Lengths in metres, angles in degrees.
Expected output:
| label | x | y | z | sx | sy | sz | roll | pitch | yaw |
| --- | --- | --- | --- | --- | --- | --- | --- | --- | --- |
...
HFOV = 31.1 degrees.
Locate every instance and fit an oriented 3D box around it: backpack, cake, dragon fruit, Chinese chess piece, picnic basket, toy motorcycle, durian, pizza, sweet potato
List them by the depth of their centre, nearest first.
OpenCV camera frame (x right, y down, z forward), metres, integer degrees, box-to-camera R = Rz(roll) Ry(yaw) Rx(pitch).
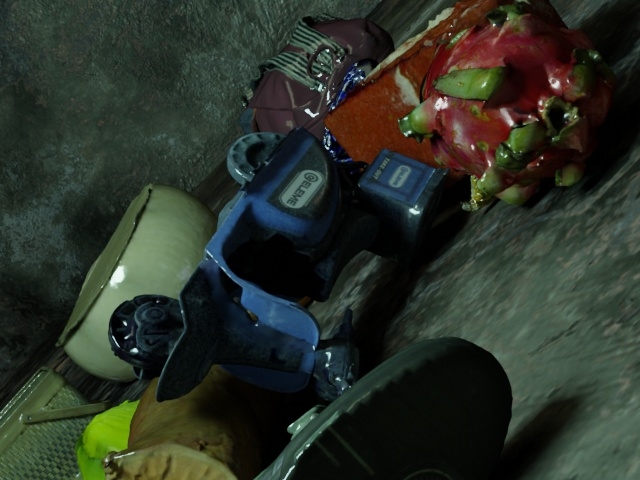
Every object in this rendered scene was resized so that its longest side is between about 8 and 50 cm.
| label | x | y | z | sx | sy | sz | roll | pitch | yaw |
| --- | --- | --- | --- | --- | --- | --- | --- | --- | --- |
| dragon fruit | 0.157 | -0.109 | 0.945 | 0.166 | 0.160 | 0.172 | -25 | 8 | -9 |
| toy motorcycle | -0.025 | 0.028 | 1.013 | 0.358 | 0.212 | 0.125 | -56 | -16 | -45 |
| pizza | 0.159 | -0.059 | 1.045 | 0.083 | 0.037 | 0.016 | -49 | 26 | 2 |
| sweet potato | -0.099 | 0.154 | 1.045 | 0.131 | 0.131 | 0.337 | -43 | 11 | 18 |
| cake | 0.142 | -0.153 | 1.169 | 0.177 | 0.151 | 0.283 | -41 | 5 | -39 |
| durian | -0.181 | 0.221 | 1.195 | 0.139 | 0.101 | 0.250 | -12 | 8 | -8 |
| picnic basket | -0.409 | 0.310 | 1.608 | 0.267 | 0.139 | 0.165 | -50 | 11 | -17 |
| backpack | 0.004 | -0.252 | 1.870 | 0.283 | 0.197 | 0.317 | -46 | 12 | -4 |
| Chinese chess piece | -0.300 | 0.067 | 1.892 | 0.338 | 0.140 | 0.338 | -54 | 14 | 20 |

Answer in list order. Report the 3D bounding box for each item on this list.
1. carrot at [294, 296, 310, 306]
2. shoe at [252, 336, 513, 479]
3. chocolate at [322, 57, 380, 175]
| label | x | y | z | sx | sy | sz | roll | pitch | yaw |
| --- | --- | --- | --- | --- | --- | --- | --- | --- | --- |
| carrot | 0.000 | 0.000 | 1.384 | 0.061 | 0.061 | 0.257 | -36 | 13 | 44 |
| shoe | -0.012 | 0.165 | 0.703 | 0.293 | 0.109 | 0.149 | -52 | 17 | 0 |
| chocolate | -0.003 | -0.093 | 1.594 | 0.343 | 0.126 | 0.148 | -45 | -28 | 22 |
